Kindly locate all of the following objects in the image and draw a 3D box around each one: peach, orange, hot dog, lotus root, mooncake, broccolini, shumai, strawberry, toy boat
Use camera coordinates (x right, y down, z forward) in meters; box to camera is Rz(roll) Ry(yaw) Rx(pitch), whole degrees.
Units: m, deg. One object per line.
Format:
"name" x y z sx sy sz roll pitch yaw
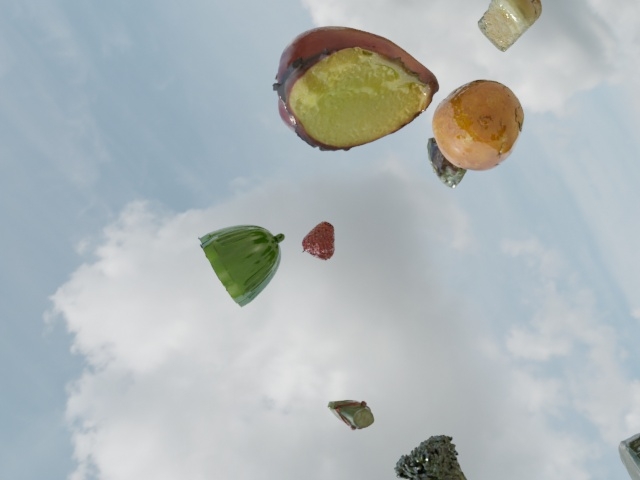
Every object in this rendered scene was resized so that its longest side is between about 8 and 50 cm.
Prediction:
"peach" 0.065 -0.351 1.284 0.361 0.258 0.201 -9 -135 -8
"orange" 0.430 -0.311 1.601 0.246 0.246 0.246 20 -128 -28
"hot dog" 0.337 -0.400 1.043 0.084 0.073 0.242 42 -169 2
"lotus root" -0.152 0.030 1.307 0.186 0.186 0.186 20 -128 -28
"mooncake" 0.598 0.408 1.013 0.175 0.104 0.168 -96 -17 -69
"broccolini" 0.151 0.272 0.517 0.067 0.058 0.216 -27 -104 -39
"shumai" 0.384 -0.257 1.836 0.141 0.184 0.184 22 -129 -14
"strawberry" 0.000 0.000 1.259 0.073 0.083 0.073 18 -161 -6
"toy boat" 0.100 0.499 1.698 0.185 0.071 0.089 31 -102 -41
